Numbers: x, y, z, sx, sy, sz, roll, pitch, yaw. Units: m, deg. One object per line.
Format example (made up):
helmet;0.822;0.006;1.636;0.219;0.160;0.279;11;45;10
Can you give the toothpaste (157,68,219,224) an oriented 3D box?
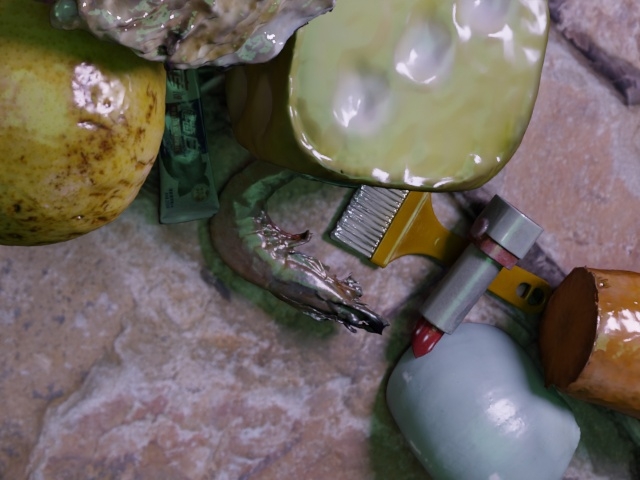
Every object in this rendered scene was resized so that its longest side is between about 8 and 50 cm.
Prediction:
toothpaste;-0.134;-0.127;1.408;0.060;0.038;0.233;-7;110;-7

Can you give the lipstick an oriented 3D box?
lipstick;0.148;0.043;1.539;0.057;0.063;0.186;34;97;-27

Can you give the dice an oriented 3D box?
dice;0.052;-0.180;1.358;0.233;0.227;0.238;6;102;-22

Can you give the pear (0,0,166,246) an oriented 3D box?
pear;-0.259;-0.124;1.243;0.271;0.271;0.271;-6;107;-19

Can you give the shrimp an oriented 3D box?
shrimp;0.000;0.000;1.480;0.219;0.046;0.152;37;97;-14

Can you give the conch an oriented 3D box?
conch;0.179;0.186;1.586;0.221;0.121;0.185;34;62;-21

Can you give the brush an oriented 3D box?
brush;0.140;0.011;1.564;0.272;0.013;0.103;28;95;-26

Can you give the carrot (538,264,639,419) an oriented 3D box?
carrot;0.362;0.124;1.598;0.254;0.196;0.196;10;101;-16

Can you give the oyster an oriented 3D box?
oyster;-0.078;-0.269;1.162;0.238;0.115;0.351;41;71;9
